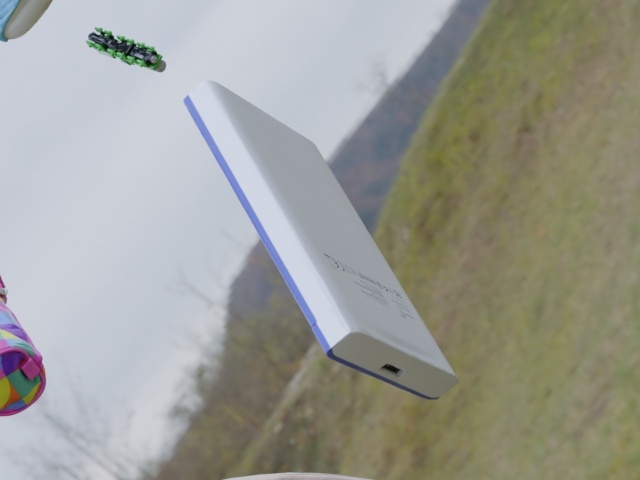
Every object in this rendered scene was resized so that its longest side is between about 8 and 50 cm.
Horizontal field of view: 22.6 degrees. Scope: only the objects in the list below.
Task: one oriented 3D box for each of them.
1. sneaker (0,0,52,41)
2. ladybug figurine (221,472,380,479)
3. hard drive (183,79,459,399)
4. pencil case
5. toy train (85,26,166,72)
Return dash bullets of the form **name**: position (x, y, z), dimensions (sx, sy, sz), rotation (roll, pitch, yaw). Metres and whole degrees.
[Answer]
- **sneaker**: position (-0.181, -0.246, 1.197), dimensions (0.092, 0.087, 0.229), rotation (29, -90, -49)
- **ladybug figurine**: position (0.008, 0.306, 1.028), dimensions (0.162, 0.449, 0.305), rotation (21, -109, -57)
- **hard drive**: position (0.000, 0.000, 1.538), dimensions (0.040, 0.319, 0.210), rotation (-40, -33, 15)
- **pencil case**: position (-0.413, 0.122, 1.988), dimensions (0.104, 0.104, 0.236), rotation (-52, 36, 8)
- **toy train**: position (-0.140, -0.136, 1.153), dimensions (0.023, 0.083, 0.017), rotation (40, -101, -45)
